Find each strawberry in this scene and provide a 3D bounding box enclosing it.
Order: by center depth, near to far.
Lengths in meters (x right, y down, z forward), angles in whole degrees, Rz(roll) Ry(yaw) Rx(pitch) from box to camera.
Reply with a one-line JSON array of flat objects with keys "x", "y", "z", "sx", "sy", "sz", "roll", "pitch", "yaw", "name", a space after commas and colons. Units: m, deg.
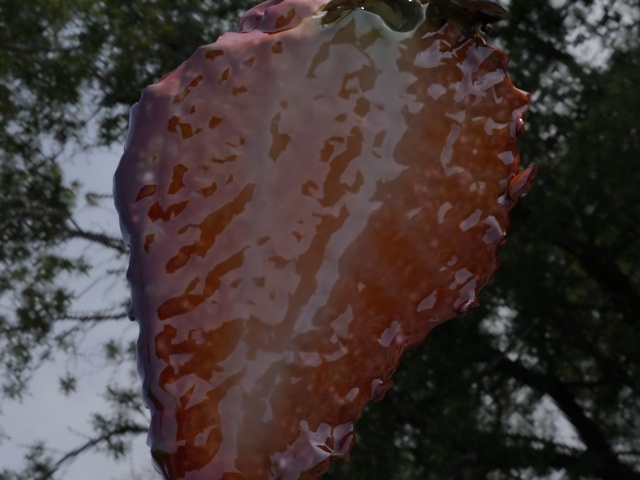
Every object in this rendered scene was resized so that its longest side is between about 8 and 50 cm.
[{"x": -0.006, "y": -0.003, "z": 0.488, "sx": 0.236, "sy": 0.175, "sz": 0.107, "roll": -49, "pitch": -19, "yaw": -11, "name": "strawberry"}]
